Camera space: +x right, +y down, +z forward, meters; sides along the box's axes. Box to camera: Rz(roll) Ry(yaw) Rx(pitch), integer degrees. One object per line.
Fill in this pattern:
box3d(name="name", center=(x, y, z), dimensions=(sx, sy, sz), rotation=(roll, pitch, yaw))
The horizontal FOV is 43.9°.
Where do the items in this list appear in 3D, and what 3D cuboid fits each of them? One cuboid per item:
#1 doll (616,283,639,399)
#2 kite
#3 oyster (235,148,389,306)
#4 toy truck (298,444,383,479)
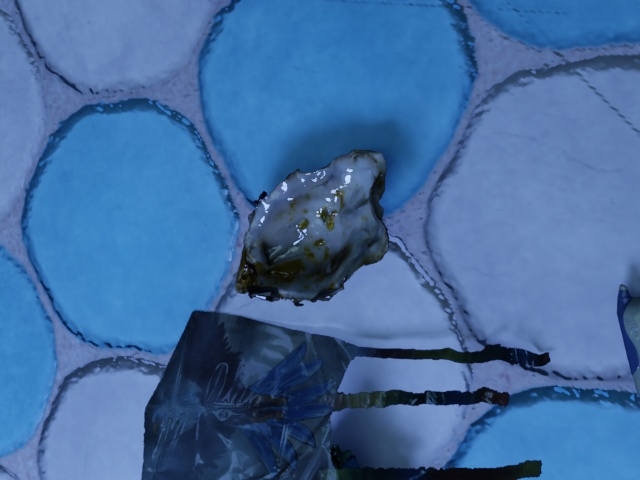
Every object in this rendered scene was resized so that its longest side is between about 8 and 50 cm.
box3d(name="doll", center=(0.223, 0.087, 0.521), dimensions=(0.037, 0.027, 0.125), rotation=(-16, 89, 31))
box3d(name="kite", center=(0.005, 0.133, 0.579), dimensions=(0.310, 0.015, 0.169), rotation=(0, 55, 23))
box3d(name="oyster", center=(-0.006, -0.001, 0.598), dimensions=(0.148, 0.051, 0.103), rotation=(-20, 70, 23))
box3d(name="toy truck", center=(0.041, 0.226, 0.598), dimensions=(0.078, 0.080, 0.154), rotation=(-26, 85, -3))
